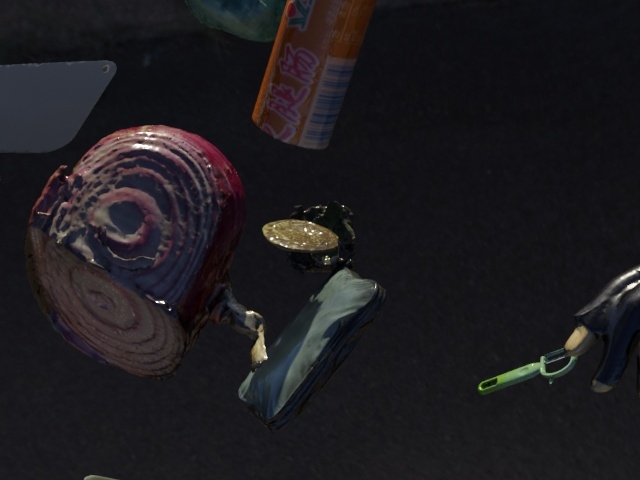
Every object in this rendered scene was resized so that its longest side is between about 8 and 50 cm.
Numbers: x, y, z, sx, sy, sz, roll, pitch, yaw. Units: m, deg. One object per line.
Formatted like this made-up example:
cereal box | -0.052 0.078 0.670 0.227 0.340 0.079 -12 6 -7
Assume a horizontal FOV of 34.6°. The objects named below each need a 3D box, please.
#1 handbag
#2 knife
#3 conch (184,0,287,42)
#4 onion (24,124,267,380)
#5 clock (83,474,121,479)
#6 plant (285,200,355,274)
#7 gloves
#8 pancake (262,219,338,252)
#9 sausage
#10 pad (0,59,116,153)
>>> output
handbag | -0.015 0.179 1.811 0.332 0.075 0.191 -52 24 -7
knife | 0.326 0.219 1.640 0.212 0.015 0.054 -30 40 47
conch | -0.124 -0.457 1.893 0.202 0.196 0.134 -42 24 -22
onion | -0.189 0.003 1.149 0.256 0.272 0.230 -27 31 50
clock | -0.152 0.398 1.284 0.273 0.279 0.049 35 99 53
plant | 0.000 0.000 1.962 0.131 0.203 0.142 3 74 -13
gloves | 0.436 0.086 1.226 0.301 0.197 0.152 -29 85 -4
pancake | -0.028 -0.007 1.475 0.115 0.011 0.115 8 25 -4
sausage | 0.013 -0.254 1.066 0.093 0.093 0.312 36 118 35
pad | -0.543 -0.184 1.737 0.375 0.063 0.315 2 45 21
